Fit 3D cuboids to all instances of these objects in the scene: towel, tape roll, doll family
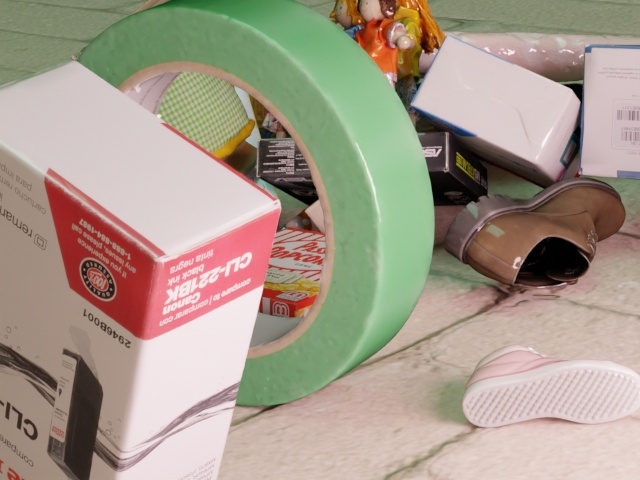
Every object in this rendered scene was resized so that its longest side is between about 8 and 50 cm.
[{"bbox_3d":[0.210,-0.198,2.140,0.332,0.053,0.317,-1,4,-9],"label":"towel"},{"bbox_3d":[-0.066,-0.032,1.520,0.321,0.321,0.077,7,22,35],"label":"tape roll"},{"bbox_3d":[0.041,-0.172,1.930,0.118,0.163,0.263,6,-9,-33],"label":"doll family"}]

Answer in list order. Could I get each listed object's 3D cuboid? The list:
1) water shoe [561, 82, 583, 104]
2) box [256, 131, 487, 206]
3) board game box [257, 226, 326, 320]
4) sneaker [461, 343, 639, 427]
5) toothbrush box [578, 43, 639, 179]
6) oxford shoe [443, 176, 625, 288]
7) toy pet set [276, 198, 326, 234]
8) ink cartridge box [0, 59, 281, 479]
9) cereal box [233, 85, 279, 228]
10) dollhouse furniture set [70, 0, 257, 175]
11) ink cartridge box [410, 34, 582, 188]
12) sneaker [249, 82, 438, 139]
[{"bbox_3d":[0.221,-0.134,2.191,0.203,0.072,0.080,1,-7,21],"label":"water shoe"},{"bbox_3d":[0.054,-0.067,1.921,0.191,0.045,0.184,-1,-7,16],"label":"box"},{"bbox_3d":[-0.024,0.040,1.697,0.147,0.045,0.193,10,18,33],"label":"board game box"},{"bbox_3d":[0.174,0.102,1.461,0.134,0.051,0.070,-7,22,13],"label":"sneaker"},{"bbox_3d":[0.403,-0.118,1.846,0.216,0.126,0.295,6,7,32],"label":"toothbrush box"},{"bbox_3d":[0.211,0.004,1.748,0.096,0.082,0.227,40,35,28],"label":"oxford shoe"},{"bbox_3d":[0.000,0.000,1.868,0.114,0.065,0.122,-37,2,24],"label":"toy pet set"},{"bbox_3d":[-0.154,0.053,1.288,0.197,0.272,0.114,35,41,27],"label":"ink cartridge box"},{"bbox_3d":[-0.174,-0.069,1.989,0.240,0.047,0.173,-8,53,-10],"label":"cereal box"},{"bbox_3d":[-0.135,-0.093,1.812,0.151,0.197,0.301,0,33,40],"label":"dollhouse furniture set"},{"bbox_3d":[0.184,-0.111,1.874,0.134,0.078,0.231,26,0,18],"label":"ink cartridge box"},{"bbox_3d":[0.052,-0.116,2.147,0.297,0.111,0.131,2,2,21],"label":"sneaker"}]
